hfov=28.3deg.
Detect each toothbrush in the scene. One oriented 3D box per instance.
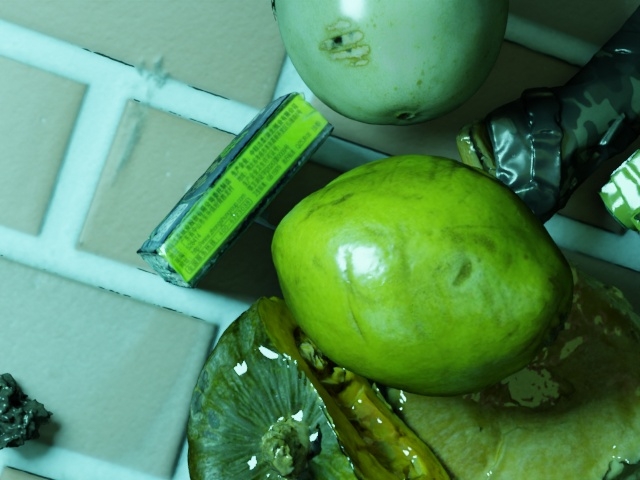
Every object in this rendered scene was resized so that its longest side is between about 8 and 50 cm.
[{"bbox_3d":[0.000,0.000,1.497,0.193,0.013,0.019,22,72,-7],"label":"toothbrush"}]

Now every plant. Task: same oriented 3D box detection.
[{"bbox_3d":[-0.377,0.166,1.379,0.174,0.087,0.085,38,49,-10],"label":"plant"}]

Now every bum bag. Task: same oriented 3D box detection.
[{"bbox_3d":[0.333,-0.160,1.533,0.340,0.095,0.144,-36,89,-16],"label":"bum bag"}]

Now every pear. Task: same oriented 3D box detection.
[{"bbox_3d":[0.104,0.036,1.323,0.321,0.269,0.269,19,78,32],"label":"pear"}]

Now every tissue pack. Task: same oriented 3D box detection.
[{"bbox_3d":[-0.099,-0.053,1.403,0.073,0.173,0.235,43,77,-10],"label":"tissue pack"}]

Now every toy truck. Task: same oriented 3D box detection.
[{"bbox_3d":[0.436,-0.006,1.470,0.128,0.135,0.260,-44,63,18],"label":"toy truck"}]

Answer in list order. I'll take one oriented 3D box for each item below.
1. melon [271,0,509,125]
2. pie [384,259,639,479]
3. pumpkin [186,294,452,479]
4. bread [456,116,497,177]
[{"bbox_3d":[0.075,-0.291,1.414,0.268,0.268,0.330,-3,76,-11],"label":"melon"},{"bbox_3d":[0.225,0.168,1.437,0.339,0.083,0.340,-4,68,9],"label":"pie"},{"bbox_3d":[-0.032,0.244,1.335,0.232,0.242,0.325,-46,63,13],"label":"pumpkin"},{"bbox_3d":[0.203,-0.096,1.528,0.072,0.053,0.106,-27,92,-35],"label":"bread"}]
